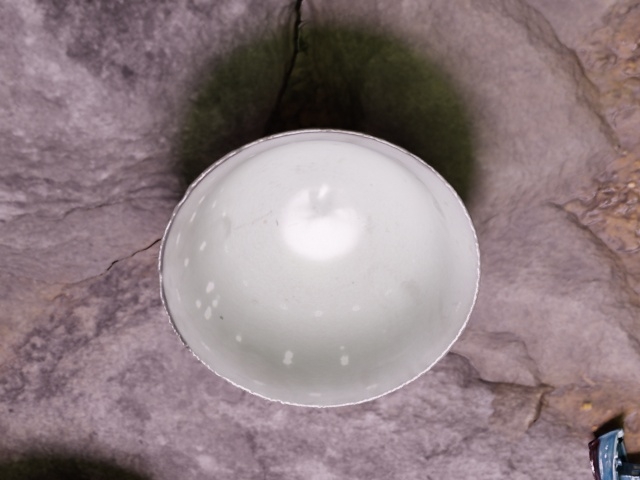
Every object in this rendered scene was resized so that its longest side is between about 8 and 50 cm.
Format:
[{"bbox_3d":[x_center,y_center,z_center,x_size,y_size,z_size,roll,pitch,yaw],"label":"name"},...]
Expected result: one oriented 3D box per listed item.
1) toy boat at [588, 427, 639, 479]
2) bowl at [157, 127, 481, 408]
[{"bbox_3d":[0.347,0.269,1.664,0.060,0.060,0.137,-11,113,28],"label":"toy boat"},{"bbox_3d":[0.000,0.000,1.476,0.313,0.146,0.313,0,120,0],"label":"bowl"}]
